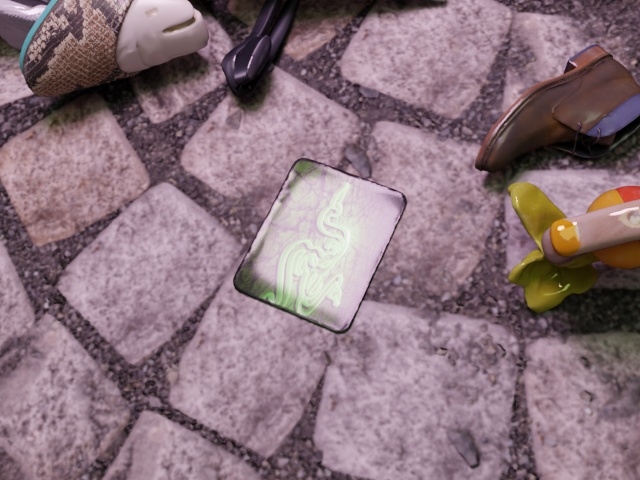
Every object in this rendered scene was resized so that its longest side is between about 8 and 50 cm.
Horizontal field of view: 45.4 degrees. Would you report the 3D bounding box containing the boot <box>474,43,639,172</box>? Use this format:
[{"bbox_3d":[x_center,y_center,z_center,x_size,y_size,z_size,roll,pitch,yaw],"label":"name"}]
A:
[{"bbox_3d":[0.283,-0.130,0.873,0.219,0.082,0.106,-40,65,-11],"label":"boot"}]

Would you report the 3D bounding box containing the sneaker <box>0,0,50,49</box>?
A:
[{"bbox_3d":[-0.438,-0.359,1.060,0.268,0.101,0.153,15,73,17],"label":"sneaker"}]

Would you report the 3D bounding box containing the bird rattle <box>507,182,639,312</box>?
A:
[{"bbox_3d":[0.313,-0.003,0.761,0.253,0.207,0.143,-5,85,16],"label":"bird rattle"}]

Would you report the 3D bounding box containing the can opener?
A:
[{"bbox_3d":[-0.070,-0.263,0.997,0.073,0.059,0.186,1,55,38],"label":"can opener"}]

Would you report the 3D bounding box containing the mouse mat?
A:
[{"bbox_3d":[0.000,0.000,0.902,0.152,0.007,0.189,21,73,16],"label":"mouse mat"}]

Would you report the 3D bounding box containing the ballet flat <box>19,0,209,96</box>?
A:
[{"bbox_3d":[-0.182,-0.355,1.001,0.182,0.164,0.483,29,71,9],"label":"ballet flat"}]
